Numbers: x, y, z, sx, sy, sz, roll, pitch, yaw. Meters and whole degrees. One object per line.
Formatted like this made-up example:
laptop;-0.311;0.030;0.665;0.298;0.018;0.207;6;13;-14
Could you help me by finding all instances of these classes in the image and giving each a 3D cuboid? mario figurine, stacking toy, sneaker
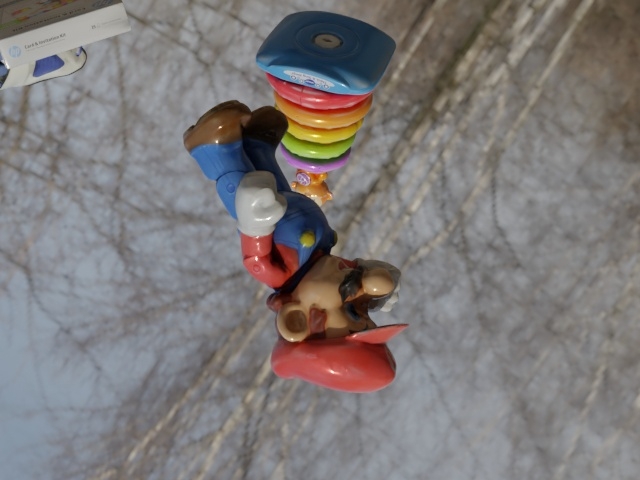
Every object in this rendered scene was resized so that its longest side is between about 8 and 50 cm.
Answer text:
mario figurine;0.000;0.000;1.265;0.198;0.170;0.320;-22;-101;-32
stacking toy;-0.005;-0.164;1.824;0.175;0.301;0.165;17;-138;10
sneaker;-0.428;-0.339;1.904;0.182;0.315;0.127;-13;-116;-49

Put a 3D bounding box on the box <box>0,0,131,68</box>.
box;-0.305;-0.261;1.453;0.186;0.145;0.038;-122;15;-60
